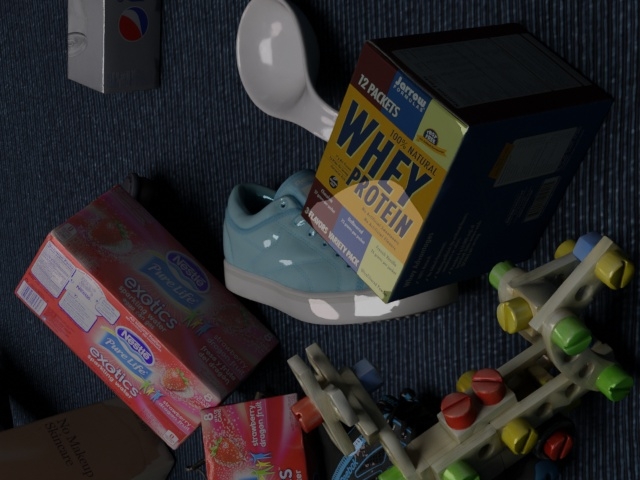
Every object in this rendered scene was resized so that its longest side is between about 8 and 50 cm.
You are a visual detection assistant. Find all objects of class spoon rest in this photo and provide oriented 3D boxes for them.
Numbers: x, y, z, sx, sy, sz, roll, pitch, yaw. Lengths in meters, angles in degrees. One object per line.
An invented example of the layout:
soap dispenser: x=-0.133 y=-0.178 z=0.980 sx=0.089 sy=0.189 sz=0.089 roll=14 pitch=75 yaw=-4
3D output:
spoon rest: x=-0.014 y=-0.177 z=1.314 sx=0.276 sy=0.084 sz=0.137 roll=41 pitch=129 yaw=34

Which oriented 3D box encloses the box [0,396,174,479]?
box: x=-0.389 y=0.346 z=1.730 sx=0.148 sy=0.311 sz=0.121 roll=53 pitch=135 yaw=24

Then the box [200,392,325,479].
box: x=-0.052 y=0.318 z=1.398 sx=0.128 sy=0.122 sz=0.256 roll=-11 pitch=75 yaw=15

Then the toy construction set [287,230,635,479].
toy construction set: x=0.141 y=0.131 z=1.074 sx=0.151 sy=0.328 sz=0.215 roll=-112 pitch=-1 yaw=-47

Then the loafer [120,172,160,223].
loafer: x=-0.274 y=0.033 z=1.698 sx=0.109 sy=0.095 sz=0.302 roll=-103 pitch=32 yaw=-51

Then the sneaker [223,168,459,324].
sneaker: x=0.000 y=0.000 z=1.311 sx=0.366 sy=0.135 sz=0.150 roll=8 pitch=110 yaw=47

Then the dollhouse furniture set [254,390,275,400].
dollhouse furniture set: x=-0.073 y=0.268 z=1.516 sx=0.114 sy=0.081 sz=0.091 roll=40 pitch=129 yaw=35

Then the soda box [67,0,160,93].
soda box: x=-0.273 y=-0.345 z=1.561 sx=0.098 sy=0.091 sz=0.286 roll=27 pitch=120 yaw=43

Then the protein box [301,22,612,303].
protein box: x=0.123 y=-0.075 z=1.089 sx=0.136 sy=0.201 sz=0.199 roll=46 pitch=132 yaw=31

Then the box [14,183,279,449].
box: x=-0.224 y=0.097 z=1.522 sx=0.300 sy=0.142 sz=0.154 roll=44 pitch=135 yaw=3

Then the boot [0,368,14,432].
boot: x=-0.530 y=0.370 z=1.991 sx=0.146 sy=0.367 sz=0.445 roll=-52 pitch=36 yaw=3

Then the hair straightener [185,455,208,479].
hair straightener: x=-0.071 y=0.341 z=1.500 sx=0.230 sy=0.047 sz=0.089 roll=20 pitch=121 yaw=14

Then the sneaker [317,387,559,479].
sneaker: x=0.104 y=0.232 z=1.263 sx=0.341 sy=0.125 sz=0.139 roll=-17 pitch=88 yaw=50
